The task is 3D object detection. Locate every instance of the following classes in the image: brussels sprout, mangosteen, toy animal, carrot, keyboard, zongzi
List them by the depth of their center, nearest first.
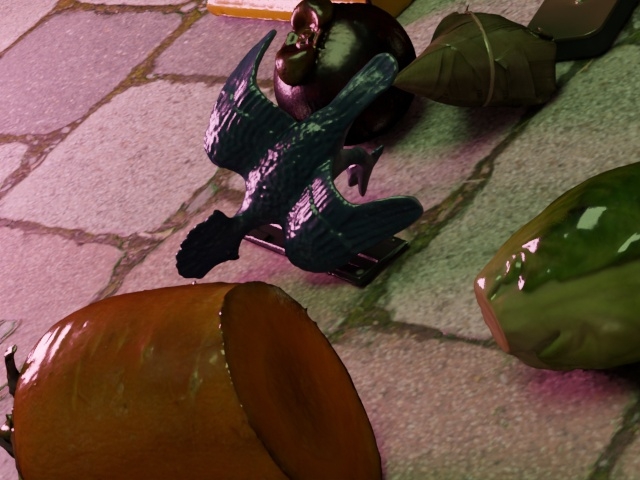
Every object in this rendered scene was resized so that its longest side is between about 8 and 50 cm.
[{"bbox_3d":[0.206,0.018,1.249,0.183,0.131,0.145,-38,25,-23],"label":"brussels sprout"},{"bbox_3d":[-0.121,0.129,1.298,0.331,0.193,0.214,-15,69,32],"label":"carrot"},{"bbox_3d":[-0.020,-0.059,1.538,0.176,0.255,0.239,-20,59,-45],"label":"toy animal"},{"bbox_3d":[0.000,0.000,1.582,0.064,0.010,0.198,-40,31,-20],"label":"keyboard"},{"bbox_3d":[0.104,-0.173,1.631,0.178,0.081,0.189,-7,20,-25],"label":"zongzi"},{"bbox_3d":[0.019,-0.169,1.687,0.152,0.152,0.152,-22,30,14],"label":"mangosteen"}]

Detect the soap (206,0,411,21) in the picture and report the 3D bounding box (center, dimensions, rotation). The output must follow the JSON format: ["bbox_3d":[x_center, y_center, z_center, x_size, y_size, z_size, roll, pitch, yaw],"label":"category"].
[{"bbox_3d":[0.011,-0.340,2.009,0.204,0.096,0.324,-44,33,-23],"label":"soap"}]

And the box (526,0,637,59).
[{"bbox_3d":[0.254,-0.219,1.675,0.091,0.031,0.126,-3,39,38],"label":"box"}]
